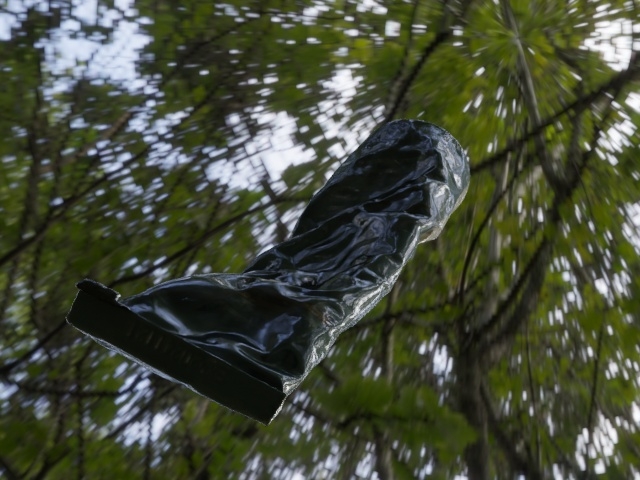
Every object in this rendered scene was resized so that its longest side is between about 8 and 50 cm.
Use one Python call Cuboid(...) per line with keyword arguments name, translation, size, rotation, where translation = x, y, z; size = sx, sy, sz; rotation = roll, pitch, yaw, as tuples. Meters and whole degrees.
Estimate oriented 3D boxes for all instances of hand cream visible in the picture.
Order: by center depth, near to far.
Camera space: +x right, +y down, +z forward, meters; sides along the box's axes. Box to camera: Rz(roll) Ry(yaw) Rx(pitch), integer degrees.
Cuboid(name="hand cream", translation=(0.000, -0.001, 0.641), size=(0.075, 0.248, 0.052), rotation=(2, -74, 24))
